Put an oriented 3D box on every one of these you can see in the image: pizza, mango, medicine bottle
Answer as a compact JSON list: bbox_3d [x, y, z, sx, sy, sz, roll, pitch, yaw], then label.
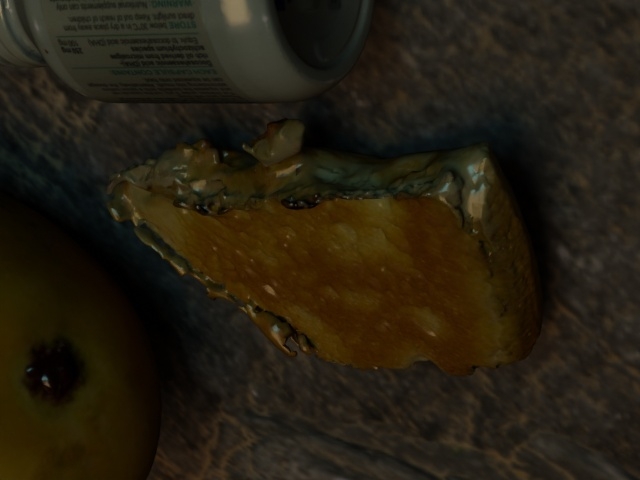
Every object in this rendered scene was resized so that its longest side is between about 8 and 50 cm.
[{"bbox_3d":[0.000,0.000,0.922,0.297,0.071,0.189,1,137,35],"label":"pizza"},{"bbox_3d":[-0.310,0.073,1.064,0.445,0.232,0.300,18,137,31],"label":"mango"},{"bbox_3d":[-0.091,-0.141,0.820,0.215,0.135,0.135,3,125,30],"label":"medicine bottle"}]
